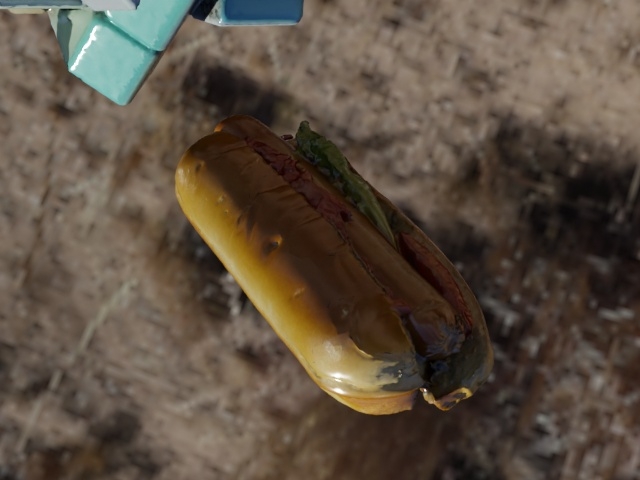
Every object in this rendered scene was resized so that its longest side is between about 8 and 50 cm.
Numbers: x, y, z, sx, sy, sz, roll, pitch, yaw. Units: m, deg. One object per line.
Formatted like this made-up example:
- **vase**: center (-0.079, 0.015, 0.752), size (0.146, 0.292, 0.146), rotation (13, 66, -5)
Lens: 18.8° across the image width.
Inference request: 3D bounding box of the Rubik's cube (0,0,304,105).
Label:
- **Rubik's cube**: center (-0.141, -0.216, 1.154), size (0.213, 0.265, 0.224), rotation (-6, -165, -33)

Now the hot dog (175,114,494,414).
- **hot dog**: center (0.000, 0.000, 0.872), size (0.092, 0.062, 0.235), rotation (-6, -149, -28)
